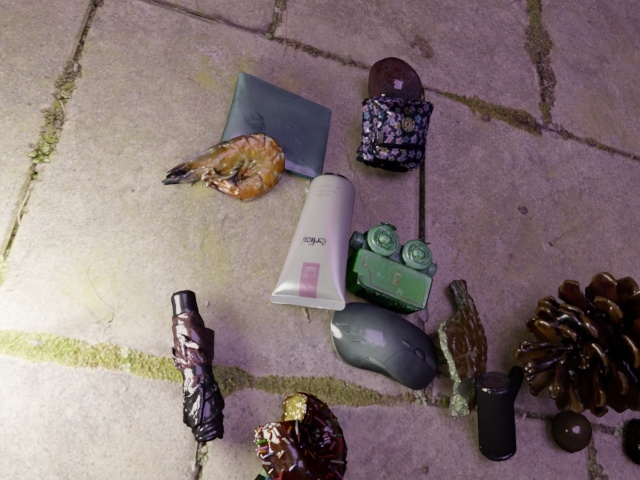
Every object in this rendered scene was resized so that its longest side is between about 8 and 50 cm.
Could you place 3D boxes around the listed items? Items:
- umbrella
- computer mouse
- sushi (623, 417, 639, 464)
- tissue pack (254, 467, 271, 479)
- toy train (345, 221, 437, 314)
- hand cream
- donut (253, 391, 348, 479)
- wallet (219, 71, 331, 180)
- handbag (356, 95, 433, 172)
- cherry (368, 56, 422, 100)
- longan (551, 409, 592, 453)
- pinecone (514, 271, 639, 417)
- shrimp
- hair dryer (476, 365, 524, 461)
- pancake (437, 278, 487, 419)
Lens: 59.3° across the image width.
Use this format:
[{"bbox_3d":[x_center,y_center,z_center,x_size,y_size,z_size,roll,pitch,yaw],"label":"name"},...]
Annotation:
[{"bbox_3d":[-0.264,0.260,1.193,0.090,0.094,0.326,-20,71,18],"label":"umbrella"},{"bbox_3d":[0.199,0.262,1.374,0.379,0.090,0.167,25,61,-13],"label":"computer mouse"},{"bbox_3d":[0.938,0.548,1.516,0.225,0.126,0.136,12,62,-23],"label":"sushi"},{"bbox_3d":[-0.112,0.521,1.142,0.111,0.079,0.085,-52,123,-31],"label":"tissue pack"},{"bbox_3d":[0.174,0.074,1.431,0.243,0.132,0.188,24,68,-10],"label":"toy train"},{"bbox_3d":[0.000,0.000,1.400,0.186,0.118,0.358,5,61,14],"label":"hand cream"},{"bbox_3d":[-0.027,0.421,1.148,0.216,0.096,0.230,61,22,13],"label":"donut"},{"bbox_3d":[-0.117,-0.304,1.534,0.290,0.054,0.251,19,65,-18],"label":"wallet"},{"bbox_3d":[0.209,-0.297,1.588,0.229,0.127,0.207,0,96,-25],"label":"handbag"},{"bbox_3d":[0.224,-0.464,1.684,0.176,0.140,0.176,-1,92,-26],"label":"cherry"},{"bbox_3d":[0.645,0.493,1.443,0.106,0.106,0.119,-31,120,-30],"label":"longan"},{"bbox_3d":[0.668,0.278,1.398,0.385,0.384,0.384,9,64,-18],"label":"pinecone"},{"bbox_3d":[-0.235,-0.165,1.409,0.317,0.062,0.164,-20,97,-15],"label":"shrimp"},{"bbox_3d":[0.457,0.389,1.399,0.251,0.089,0.197,-34,119,-52],"label":"hair dryer"},{"bbox_3d":[0.351,0.266,1.425,0.197,0.054,0.376,39,45,-31],"label":"pancake"}]
